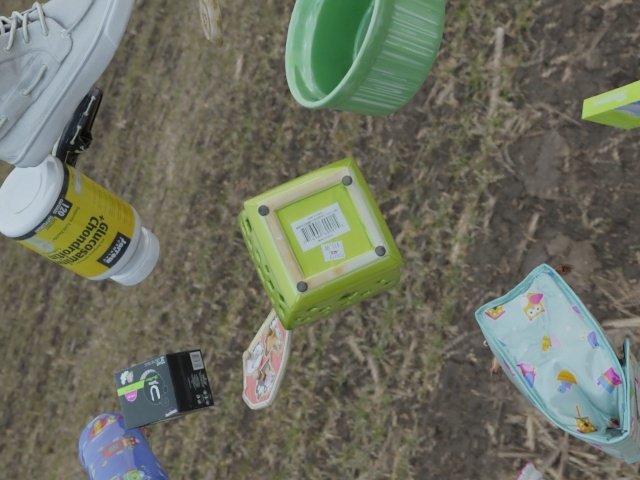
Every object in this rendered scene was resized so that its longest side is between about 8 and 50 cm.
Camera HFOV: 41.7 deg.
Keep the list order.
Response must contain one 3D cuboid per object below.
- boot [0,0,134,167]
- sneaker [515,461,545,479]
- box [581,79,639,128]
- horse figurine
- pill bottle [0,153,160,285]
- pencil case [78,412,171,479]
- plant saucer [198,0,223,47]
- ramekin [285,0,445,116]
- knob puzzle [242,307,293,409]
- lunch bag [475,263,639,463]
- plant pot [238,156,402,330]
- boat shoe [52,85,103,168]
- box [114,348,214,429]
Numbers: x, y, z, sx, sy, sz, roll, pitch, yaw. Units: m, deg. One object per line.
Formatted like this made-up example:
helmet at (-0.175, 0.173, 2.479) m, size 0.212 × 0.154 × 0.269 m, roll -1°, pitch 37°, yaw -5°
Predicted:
boot at (-0.286, -0.193, 0.826) m, size 0.258 × 0.123 × 0.095 m, roll -56°, pitch 43°, yaw 16°
sneaker at (0.348, 0.507, 1.437) m, size 0.252 × 0.111 × 0.103 m, roll -51°, pitch -19°, yaw -29°
box at (0.551, -0.234, 1.451) m, size 0.178 × 0.109 × 0.042 m, roll 170°, pitch 108°, yaw -70°
horse figurine at (0.390, 0.138, 1.620) m, size 0.263 × 0.066 × 0.174 m, roll -53°, pitch -8°, yaw 3°
pill bottle at (-0.276, -0.016, 0.981) m, size 0.103 × 0.184 × 0.103 m, roll -18°, pitch 56°, yaw 28°
pencil case at (-0.294, 0.373, 1.294) m, size 0.306 × 0.119 × 0.133 m, roll 25°, pitch 131°, yaw 65°
plant saucer at (-0.151, -0.304, 1.148) m, size 0.083 × 0.015 × 0.083 m, roll 166°, pitch 90°, yaw -74°
ramekin at (0.076, -0.357, 1.429) m, size 0.303 × 0.148 × 0.303 m, roll -28°, pitch 57°, yaw 54°
knob puzzle at (-0.103, 0.216, 1.504) m, size 0.213 × 0.030 × 0.213 m, roll -49°, pitch 30°, yaw 41°
lunch bag at (0.364, 0.189, 1.190) m, size 0.160 × 0.223 × 0.262 m, roll -39°, pitch 59°, yaw 6°
plant pot at (0.000, 0.000, 1.387) m, size 0.207 × 0.228 × 0.227 m, roll 102°, pitch 144°, yaw -79°
boat shoe at (-0.290, -0.128, 1.005) m, size 0.046 × 0.038 × 0.125 m, roll -78°, pitch 6°, yaw -75°
box at (-0.160, 0.152, 0.856) m, size 0.083 × 0.052 × 0.062 m, roll -24°, pitch 76°, yaw 34°
